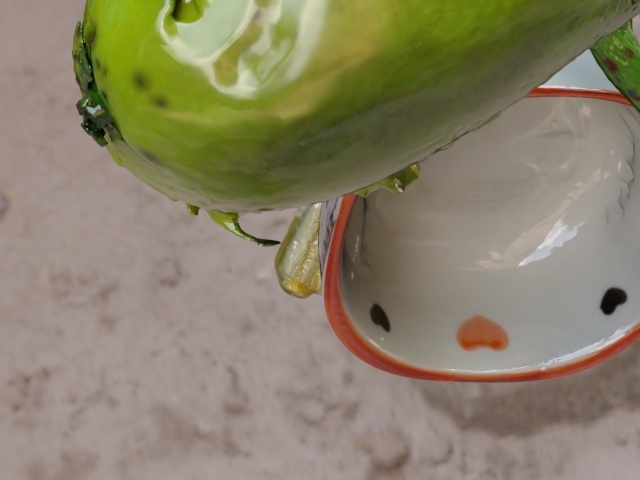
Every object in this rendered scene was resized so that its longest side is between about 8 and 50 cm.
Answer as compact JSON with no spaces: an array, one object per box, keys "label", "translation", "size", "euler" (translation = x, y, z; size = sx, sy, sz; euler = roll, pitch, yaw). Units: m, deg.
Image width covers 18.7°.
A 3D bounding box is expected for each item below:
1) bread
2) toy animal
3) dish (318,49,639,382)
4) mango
[{"label":"bread","translation":[0.000,0.000,1.348],"size":[0.049,0.088,0.033],"euler":[22,20,-3]},{"label":"toy animal","translation":[0.176,-0.114,1.078],"size":[0.041,0.217,0.075],"euler":[-13,31,48]},{"label":"dish","translation":[0.111,-0.033,1.222],"size":[0.256,0.256,0.117],"euler":[-17,41,4]},{"label":"mango","translation":[0.019,-0.070,0.511],"size":[0.178,0.119,0.100],"euler":[-24,83,1]}]
